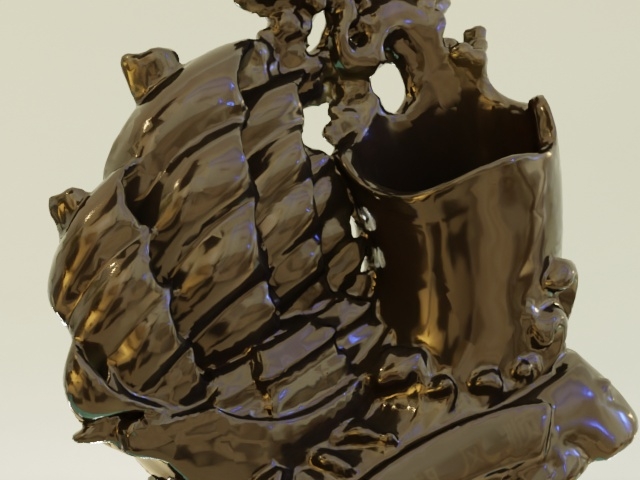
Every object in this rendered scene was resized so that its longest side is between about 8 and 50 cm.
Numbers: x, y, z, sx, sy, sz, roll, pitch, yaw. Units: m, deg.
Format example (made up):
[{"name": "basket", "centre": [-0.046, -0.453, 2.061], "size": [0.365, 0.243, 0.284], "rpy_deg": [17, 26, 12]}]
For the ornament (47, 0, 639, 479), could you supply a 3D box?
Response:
[{"name": "ornament", "centre": [0.000, 0.000, 0.456], "size": [0.251, 0.260, 0.106], "rpy_deg": [-26, 15, -25]}]
